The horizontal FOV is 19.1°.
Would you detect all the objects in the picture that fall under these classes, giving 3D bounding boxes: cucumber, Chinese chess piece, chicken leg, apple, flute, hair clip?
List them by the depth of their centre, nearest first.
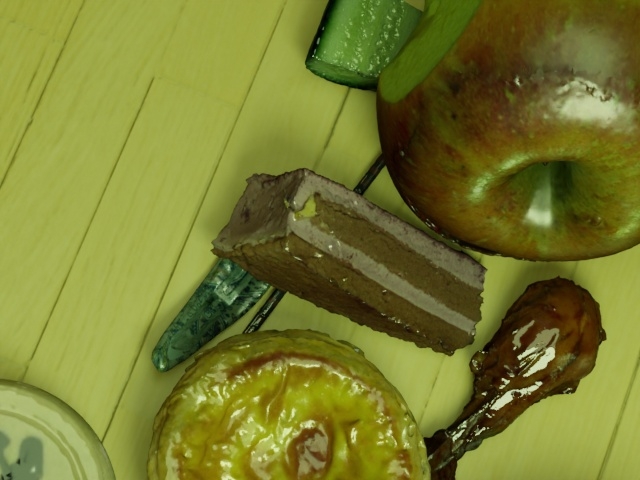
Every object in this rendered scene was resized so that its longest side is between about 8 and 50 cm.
[{"bbox_3d":[-0.326,0.263,1.865,0.257,0.104,0.257,2,75,-7],"label":"Chinese chess piece"},{"bbox_3d":[0.241,-0.171,1.954,0.384,0.374,0.374,-10,75,27],"label":"apple"},{"bbox_3d":[0.184,0.165,1.973,0.113,0.093,0.304,45,79,-7],"label":"chicken leg"},{"bbox_3d":[-0.099,0.053,1.982,0.066,0.036,0.229,42,68,0],"label":"hair clip"},{"bbox_3d":[0.000,0.000,2.020,0.014,0.014,0.269,38,75,2],"label":"flute"},{"bbox_3d":[0.046,-0.218,2.055,0.116,0.062,0.115,25,75,-19],"label":"cucumber"}]

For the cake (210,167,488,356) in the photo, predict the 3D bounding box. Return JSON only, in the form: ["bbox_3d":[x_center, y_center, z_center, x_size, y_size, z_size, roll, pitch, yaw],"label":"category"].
[{"bbox_3d":[0.046,0.020,1.968,0.295,0.113,0.116,24,72,-18],"label":"cake"}]

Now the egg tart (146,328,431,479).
[{"bbox_3d":[-0.033,0.234,1.907,0.294,0.116,0.295,1,75,-4],"label":"egg tart"}]
